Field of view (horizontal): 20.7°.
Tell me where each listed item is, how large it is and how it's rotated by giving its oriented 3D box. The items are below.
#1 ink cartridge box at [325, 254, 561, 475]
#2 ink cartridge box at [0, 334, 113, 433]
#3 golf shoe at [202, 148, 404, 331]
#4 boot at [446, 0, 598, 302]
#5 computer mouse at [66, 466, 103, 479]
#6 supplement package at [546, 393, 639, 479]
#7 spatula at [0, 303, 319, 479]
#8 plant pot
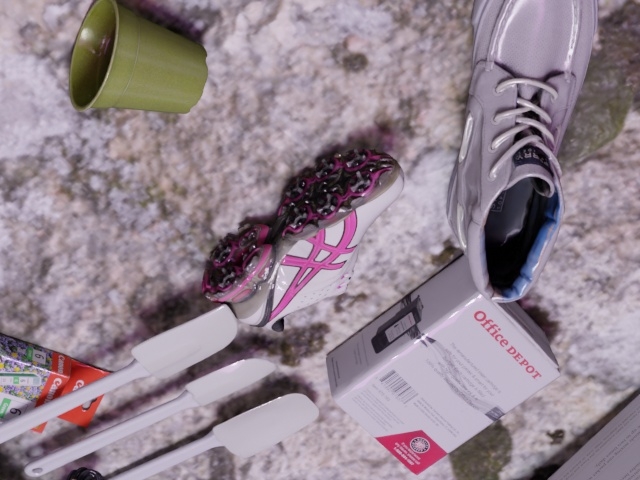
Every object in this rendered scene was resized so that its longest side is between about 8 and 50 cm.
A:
[{"bbox_3d":[0.097,0.098,1.389,0.150,0.063,0.109,-37,118,16],"label":"ink cartridge box"},{"bbox_3d":[-0.227,0.117,1.386,0.115,0.029,0.063,20,118,-17],"label":"ink cartridge box"},{"bbox_3d":[0.000,0.000,1.321,0.186,0.067,0.086,-37,125,27],"label":"golf shoe"},{"bbox_3d":[0.151,-0.082,1.248,0.095,0.123,0.258,2,121,-8],"label":"boot"},{"bbox_3d":[-0.147,0.255,1.448,0.193,0.042,0.106,22,75,-37],"label":"computer mouse"},{"bbox_3d":[0.321,0.267,1.365,0.177,0.293,0.175,-43,117,3],"label":"supplement package"},{"bbox_3d":[-0.139,0.147,1.396,0.242,0.019,0.168,-27,138,13],"label":"spatula"},{"bbox_3d":[-0.124,-0.122,1.229,0.079,0.083,0.083,12,120,-29],"label":"plant pot"}]
